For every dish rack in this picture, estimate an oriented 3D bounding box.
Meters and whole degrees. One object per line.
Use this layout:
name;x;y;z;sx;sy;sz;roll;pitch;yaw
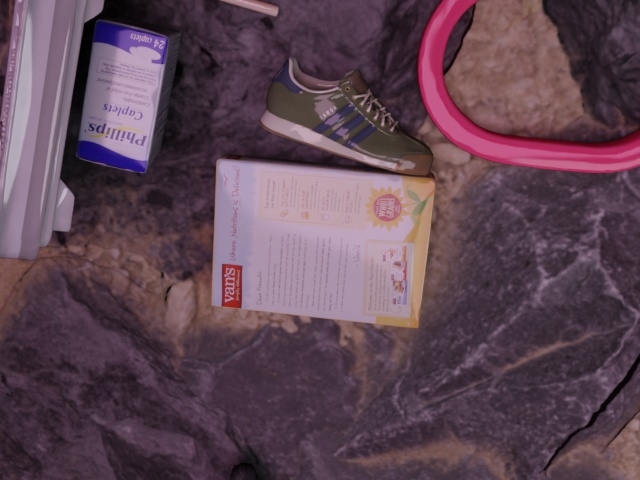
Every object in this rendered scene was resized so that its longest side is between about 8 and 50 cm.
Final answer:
dish rack;-0.270;-0.155;0.720;0.072;0.285;0.333;6;108;-24

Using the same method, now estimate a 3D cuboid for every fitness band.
fitness band;0.244;-0.177;0.759;0.290;0.054;0.209;7;109;5

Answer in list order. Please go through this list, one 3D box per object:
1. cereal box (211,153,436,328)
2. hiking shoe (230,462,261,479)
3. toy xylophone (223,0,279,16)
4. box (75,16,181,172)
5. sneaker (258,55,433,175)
cereal box;0.000;0.000;0.831;0.240;0.047;0.173;7;106;5
hiking shoe;-0.034;0.360;0.927;0.114;0.086;0.227;-24;108;-2
toy xylophone;-0.102;-0.353;0.723;0.322;0.081;0.236;10;107;0
box;-0.195;-0.153;0.765;0.072;0.126;0.137;11;106;-8
sneaker;0.034;-0.135;0.781;0.192;0.064;0.086;18;111;4
